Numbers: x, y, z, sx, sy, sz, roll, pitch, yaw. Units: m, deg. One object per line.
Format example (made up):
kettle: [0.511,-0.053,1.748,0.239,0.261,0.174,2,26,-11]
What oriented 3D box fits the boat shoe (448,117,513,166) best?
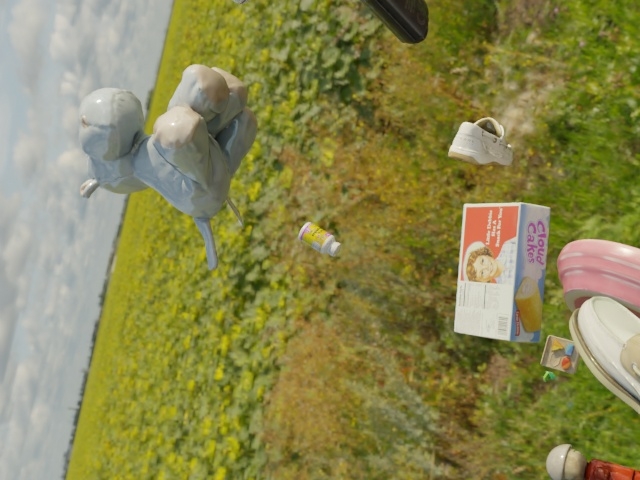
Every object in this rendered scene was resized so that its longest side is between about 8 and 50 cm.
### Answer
boat shoe: [0.361,-0.215,1.634,0.277,0.098,0.096,-13,-62,-62]

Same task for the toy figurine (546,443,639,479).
toy figurine: [0.358,0.411,1.031,0.213,0.148,0.209,-43,-49,-46]

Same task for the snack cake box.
snack cake box: [0.354,0.061,1.493,0.152,0.089,0.264,2,86,57]

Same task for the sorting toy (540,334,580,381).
sorting toy: [0.420,0.213,1.331,0.012,0.062,0.083,-19,-58,-76]

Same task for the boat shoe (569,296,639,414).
boat shoe: [0.402,0.153,0.868,0.302,0.113,0.103,-119,36,-50]

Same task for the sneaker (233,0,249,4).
sneaker: [-0.091,-0.585,1.596,0.102,0.161,0.282,-19,49,51]

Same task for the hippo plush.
hippo plush: [-0.248,-0.152,1.206,0.294,0.237,0.234,83,-156,-43]

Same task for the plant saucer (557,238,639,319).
plant saucer: [0.559,0.123,1.323,0.084,0.332,0.332,-57,11,-12]

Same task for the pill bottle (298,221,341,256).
pill bottle: [0.000,0.000,1.536,0.043,0.083,0.043,-51,-19,-25]

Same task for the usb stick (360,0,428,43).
usb stick: [0.042,-0.334,0.906,0.045,0.278,0.077,-17,56,36]
